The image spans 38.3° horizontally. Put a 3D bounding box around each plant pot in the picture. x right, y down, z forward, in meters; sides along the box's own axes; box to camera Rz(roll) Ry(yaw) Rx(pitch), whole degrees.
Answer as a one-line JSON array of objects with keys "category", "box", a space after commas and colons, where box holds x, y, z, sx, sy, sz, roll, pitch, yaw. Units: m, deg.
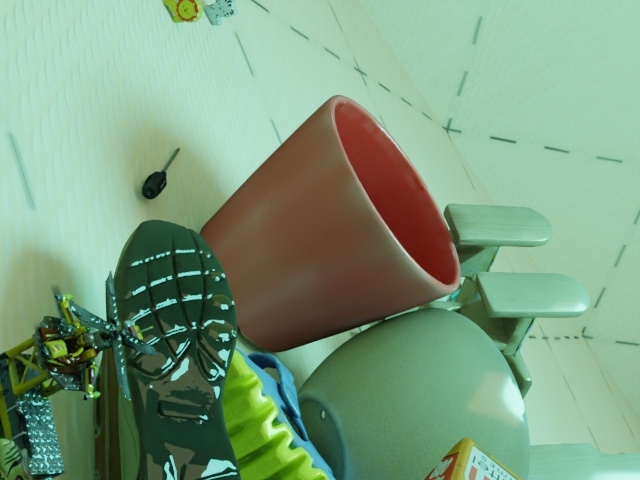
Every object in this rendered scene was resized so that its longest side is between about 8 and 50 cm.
[{"category": "plant pot", "box": [0.071, 0.228, 1.062, 0.191, 0.284, 0.284, -4, 63, -33]}, {"category": "plant pot", "box": [0.000, 0.000, 1.141, 0.275, 0.243, 0.275, 47, 22, -26]}]

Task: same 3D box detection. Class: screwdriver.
[{"category": "screwdriver", "box": [-0.190, -0.085, 1.139, 0.025, 0.024, 0.170, 55, 16, -13]}]

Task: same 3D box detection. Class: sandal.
[{"category": "sandal", "box": [-0.037, 0.232, 0.951, 0.317, 0.126, 0.138, 63, 16, 2]}]

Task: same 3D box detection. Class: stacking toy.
[{"category": "stacking toy", "box": [-0.227, -0.443, 1.472, 0.221, 0.052, 0.167, 60, 20, -2]}]

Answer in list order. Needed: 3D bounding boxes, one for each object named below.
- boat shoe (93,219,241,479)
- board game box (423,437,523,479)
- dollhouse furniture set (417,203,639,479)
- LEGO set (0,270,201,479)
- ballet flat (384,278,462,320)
[{"category": "boat shoe", "box": [-0.150, 0.134, 0.805, 0.123, 0.120, 0.324, 21, 48, -34]}, {"category": "board game box", "box": [0.091, 0.411, 0.514, 0.356, 0.356, 0.356, 38, 19, 5]}, {"category": "dollhouse furniture set", "box": [0.283, 0.209, 1.243, 0.256, 0.362, 0.394, 2, 42, -16]}, {"category": "LEGO set", "box": [-0.185, 0.156, 0.579, 0.255, 0.192, 0.331, 31, 36, -54]}, {"category": "ballet flat", "box": [0.165, 0.099, 1.632, 0.139, 0.139, 0.400, 62, 16, 1]}]
